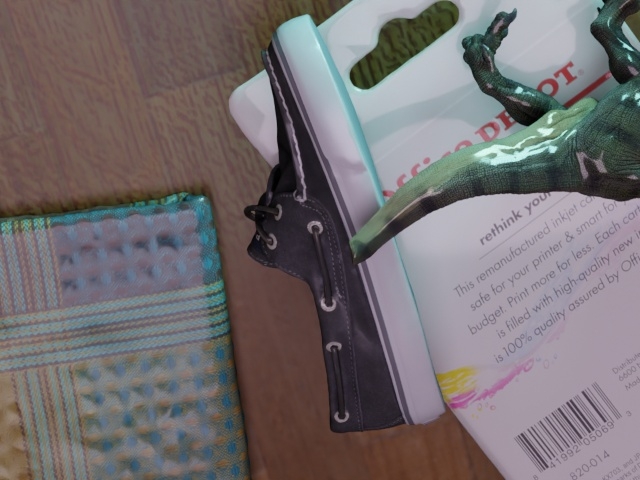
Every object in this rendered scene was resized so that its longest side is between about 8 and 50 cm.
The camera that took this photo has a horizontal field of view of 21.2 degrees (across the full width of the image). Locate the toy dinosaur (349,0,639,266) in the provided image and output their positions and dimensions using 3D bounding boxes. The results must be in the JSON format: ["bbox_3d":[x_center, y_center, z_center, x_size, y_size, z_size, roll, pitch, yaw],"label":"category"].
[{"bbox_3d":[0.132,-0.064,0.858,0.268,0.064,0.118,-8,73,-17],"label":"toy dinosaur"}]

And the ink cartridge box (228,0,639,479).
[{"bbox_3d":[0.125,-0.010,0.983,0.207,0.119,0.353,-36,104,7],"label":"ink cartridge box"}]

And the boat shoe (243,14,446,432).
[{"bbox_3d":[0.000,0.000,0.885,0.076,0.080,0.228,-17,114,3],"label":"boat shoe"}]

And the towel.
[{"bbox_3d":[-0.175,0.165,1.066,0.271,0.040,0.370,-7,104,-1],"label":"towel"}]
